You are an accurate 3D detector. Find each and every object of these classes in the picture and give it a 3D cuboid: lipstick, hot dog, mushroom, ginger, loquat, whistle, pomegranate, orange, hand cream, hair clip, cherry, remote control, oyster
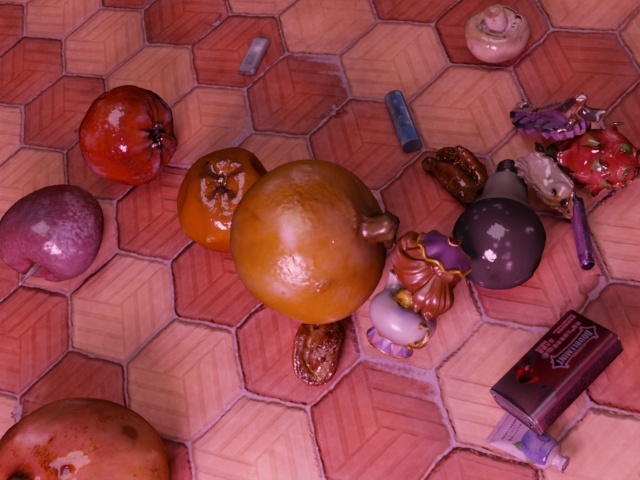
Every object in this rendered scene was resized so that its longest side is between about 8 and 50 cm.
[{"bbox_3d":[0.191,-0.280,1.661,0.048,0.048,0.157,-18,59,5],"label":"lipstick"},{"bbox_3d":[-0.004,0.219,1.434,0.099,0.065,0.147,12,64,14],"label":"hot dog"},{"bbox_3d":[0.415,-0.493,1.675,0.154,0.122,0.154,-7,54,10],"label":"mushroom"},{"bbox_3d":[0.300,-0.154,1.548,0.103,0.073,0.162,-39,59,-8],"label":"ginger"},{"bbox_3d":[0.000,0.000,1.389,0.360,0.328,0.328,-9,57,40],"label":"loquat"},{"bbox_3d":[0.526,-0.023,1.439,0.033,0.033,0.176,-5,61,12],"label":"whistle"},{"bbox_3d":[-0.451,0.440,1.286,0.339,0.338,0.338,-6,61,12],"label":"pomegranate"},{"bbox_3d":[-0.214,-0.095,1.592,0.249,0.183,0.248,-6,60,10],"label":"orange"},{"bbox_3d":[0.374,0.361,1.267,0.142,0.053,0.084,29,69,37],"label":"hand cream"},{"bbox_3d":[0.482,-0.265,1.495,0.106,0.084,0.292,-39,17,-6],"label":"hair clip"},{"bbox_3d":[-0.622,-0.011,1.641,0.236,0.212,0.285,19,58,10],"label":"cherry"},{"bbox_3d":[-0.177,-0.491,1.893,0.053,0.018,0.124,12,66,22],"label":"remote control"},{"bbox_3d":[0.460,-0.124,1.442,0.146,0.045,0.121,18,74,1],"label":"oyster"}]

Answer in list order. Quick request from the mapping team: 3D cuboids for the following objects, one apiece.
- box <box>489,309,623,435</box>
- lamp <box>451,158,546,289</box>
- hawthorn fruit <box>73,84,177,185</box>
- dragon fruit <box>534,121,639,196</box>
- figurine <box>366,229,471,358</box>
[{"bbox_3d":[0.426,0.235,1.289,0.224,0.069,0.120,-40,36,-10],"label":"box"},{"bbox_3d":[0.369,-0.027,1.438,0.182,0.181,0.314,8,32,19],"label":"lamp"},{"bbox_3d":[-0.494,-0.257,1.736,0.272,0.242,0.241,3,63,29],"label":"hawthorn fruit"},{"bbox_3d":[0.551,-0.178,1.468,0.137,0.135,0.236,-36,36,-16],"label":"dragon fruit"},{"bbox_3d":[0.185,0.093,1.346,0.189,0.142,0.263,53,126,50],"label":"figurine"}]
